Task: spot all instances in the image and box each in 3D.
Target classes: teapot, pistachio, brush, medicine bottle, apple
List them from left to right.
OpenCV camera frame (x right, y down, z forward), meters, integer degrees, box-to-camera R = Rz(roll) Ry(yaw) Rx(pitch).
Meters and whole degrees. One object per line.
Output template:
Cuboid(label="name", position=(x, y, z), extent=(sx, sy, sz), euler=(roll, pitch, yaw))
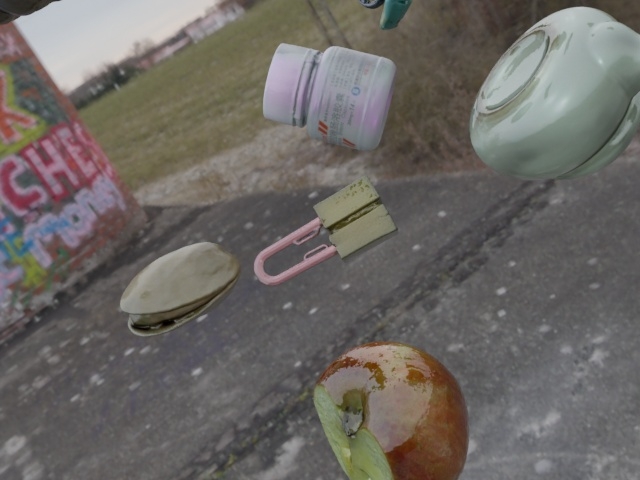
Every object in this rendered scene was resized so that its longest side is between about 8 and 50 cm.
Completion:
Cuboid(label="pistachio", position=(-0.234, 0.082, 1.283), extent=(0.226, 0.135, 0.136), euler=(-32, 11, -36))
Cuboid(label="brush", position=(0.000, 0.000, 1.214), extent=(0.233, 0.103, 0.047), euler=(-30, -15, 2))
Cuboid(label="medicine bottle", position=(0.024, -0.372, 1.941), extent=(0.302, 0.241, 0.241), euler=(14, 24, 6))
Cuboid(label="apple", position=(0.082, 0.197, 0.848), extent=(0.160, 0.173, 0.195), euler=(-43, 34, -15))
Cuboid(label="teapot", position=(0.294, -0.156, 0.804), extent=(0.220, 0.149, 0.318), euler=(-61, 18, -7))

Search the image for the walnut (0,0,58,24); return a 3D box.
Cuboid(label="walnut", position=(-0.368, -0.372, 0.853), extent=(0.248, 0.248, 0.248), euler=(-30, 14, 8))

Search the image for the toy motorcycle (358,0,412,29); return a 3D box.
Cuboid(label="toy motorcycle", position=(0.160, -0.514, 1.341), extent=(0.109, 0.198, 0.296), euler=(-18, -26, -37))
